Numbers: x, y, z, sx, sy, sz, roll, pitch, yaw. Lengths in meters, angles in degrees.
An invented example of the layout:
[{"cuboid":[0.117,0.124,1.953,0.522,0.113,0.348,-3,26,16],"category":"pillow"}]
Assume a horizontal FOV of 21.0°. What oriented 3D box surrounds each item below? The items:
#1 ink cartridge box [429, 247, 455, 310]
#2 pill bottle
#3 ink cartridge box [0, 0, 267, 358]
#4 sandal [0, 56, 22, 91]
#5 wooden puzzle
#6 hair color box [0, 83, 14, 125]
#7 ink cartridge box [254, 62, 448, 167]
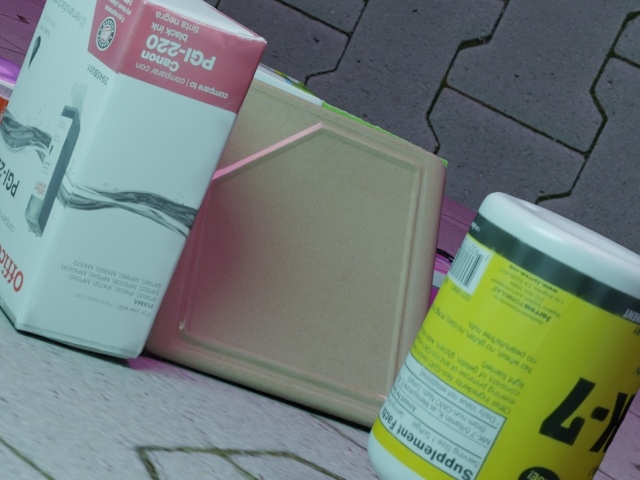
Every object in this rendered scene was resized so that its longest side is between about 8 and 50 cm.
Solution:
[{"cuboid":[0.000,0.000,1.743,0.371,0.069,0.176,20,10,-24],"category":"ink cartridge box"},{"cuboid":[0.097,0.090,0.920,0.119,0.208,0.119,25,8,-4],"category":"pill bottle"},{"cuboid":[-0.139,-0.057,1.093,0.092,0.218,0.158,15,12,-31],"category":"ink cartridge box"},{"cuboid":[-0.441,-0.235,1.702,0.416,0.102,0.169,24,8,-11],"category":"sandal"},{"cuboid":[-0.016,0.007,1.211,0.238,0.221,0.044,24,-27,-30],"category":"wooden puzzle"},{"cuboid":[-0.350,-0.143,1.609,0.141,0.043,0.072,26,8,-11],"category":"hair color box"},{"cuboid":[-0.044,-0.029,1.308,0.255,0.189,0.097,25,6,-12],"category":"ink cartridge box"}]
